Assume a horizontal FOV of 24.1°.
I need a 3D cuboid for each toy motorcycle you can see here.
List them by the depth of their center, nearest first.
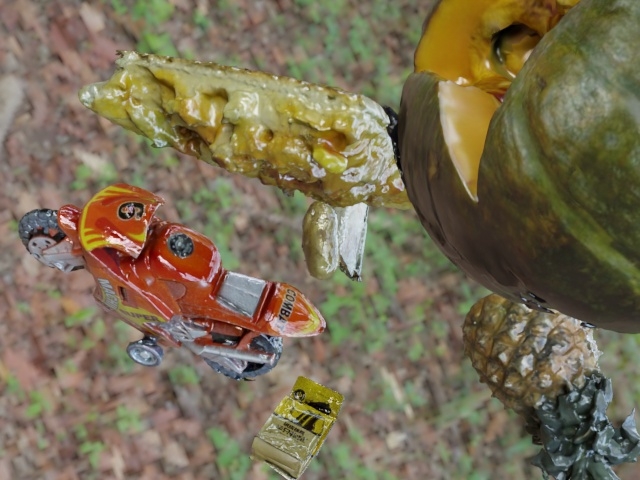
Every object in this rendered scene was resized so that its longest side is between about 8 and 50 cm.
[{"bbox_3d":[-0.152,0.041,1.464,0.298,0.171,0.089,31,45,-14],"label":"toy motorcycle"}]

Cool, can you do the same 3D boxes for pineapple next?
[{"bbox_3d":[0.230,0.156,1.403,0.128,0.128,0.248,20,40,-61],"label":"pineapple"}]

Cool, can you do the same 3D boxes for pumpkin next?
[{"bbox_3d":[0.176,-0.100,0.814,0.192,0.320,0.320,29,38,-23],"label":"pumpkin"}]

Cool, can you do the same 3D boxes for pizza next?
[{"bbox_3d":[-0.041,-0.086,1.329,0.268,0.257,0.087,23,83,-66],"label":"pizza"}]

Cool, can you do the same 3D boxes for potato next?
[{"bbox_3d":[0.000,0.000,1.554,0.051,0.040,0.083,48,41,-79],"label":"potato"}]

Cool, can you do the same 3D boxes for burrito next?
[{"bbox_3d":[0.035,-0.025,1.838,0.055,0.041,0.149,8,89,-33],"label":"burrito"}]

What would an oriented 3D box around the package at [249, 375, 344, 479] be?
[{"bbox_3d":[-0.028,0.230,1.831,0.131,0.071,0.047,-53,162,-49],"label":"package"}]
